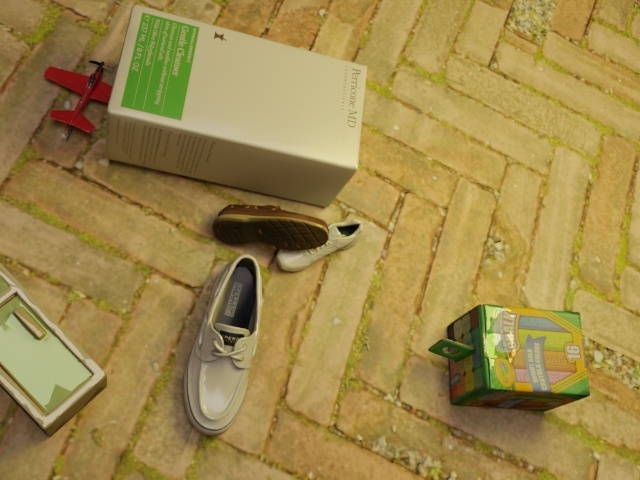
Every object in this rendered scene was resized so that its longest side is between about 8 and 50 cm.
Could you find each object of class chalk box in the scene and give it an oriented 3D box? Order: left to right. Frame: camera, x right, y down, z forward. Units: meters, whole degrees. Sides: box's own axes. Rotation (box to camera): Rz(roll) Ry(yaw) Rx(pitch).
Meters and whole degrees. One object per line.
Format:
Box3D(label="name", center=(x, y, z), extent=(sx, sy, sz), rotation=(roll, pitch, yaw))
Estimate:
Box3D(label="chalk box", center=(0.273, 0.179, 1.145), extent=(0.213, 0.132, 0.132), rotation=(5, 68, -12))

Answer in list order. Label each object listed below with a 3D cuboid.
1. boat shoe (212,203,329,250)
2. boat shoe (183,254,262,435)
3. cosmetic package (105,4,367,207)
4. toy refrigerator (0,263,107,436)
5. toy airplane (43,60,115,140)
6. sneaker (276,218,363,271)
Box3D(label="boat shoe", center=(-0.072, -0.029, 1.148), extent=(0.178, 0.064, 0.060), rotation=(5, 44, 10))
Box3D(label="boat shoe", center=(-0.136, 0.141, 1.070), extent=(0.095, 0.084, 0.258), rotation=(10, 67, -12))
Box3D(label="cosmetic package", center=(-0.127, -0.198, 1.164), extent=(0.366, 0.155, 0.196), rotation=(10, 67, -13))
Box3D(label="toy refrigerator", center=(-0.411, 0.122, 0.996), extent=(0.269, 0.094, 0.102), rotation=(45, 65, 5))
Box3D(label="toy airplane", center=(-0.369, -0.223, 1.180), extent=(0.151, 0.028, 0.151), rotation=(6, 68, -15))
Box3D(label="sneaker", center=(0.000, 0.000, 1.178), extent=(0.152, 0.061, 0.053), rotation=(-24, 79, -21))
